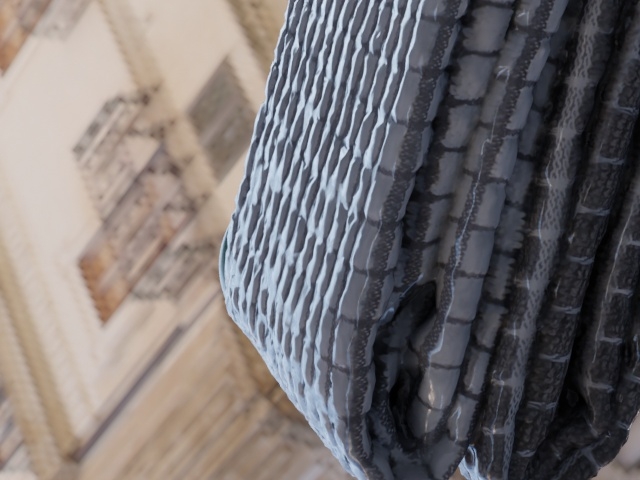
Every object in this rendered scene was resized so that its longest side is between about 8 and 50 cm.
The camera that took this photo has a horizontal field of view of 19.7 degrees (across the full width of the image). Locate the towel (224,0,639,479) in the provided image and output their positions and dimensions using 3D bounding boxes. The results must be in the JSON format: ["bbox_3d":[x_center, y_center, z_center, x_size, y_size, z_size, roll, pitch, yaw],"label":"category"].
[{"bbox_3d":[0.060,-0.064,0.698,0.121,0.284,0.235,11,-168,-15],"label":"towel"}]

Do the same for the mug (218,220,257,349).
[{"bbox_3d":[0.004,0.006,1.237,0.129,0.158,0.097,25,-166,-34],"label":"mug"}]
